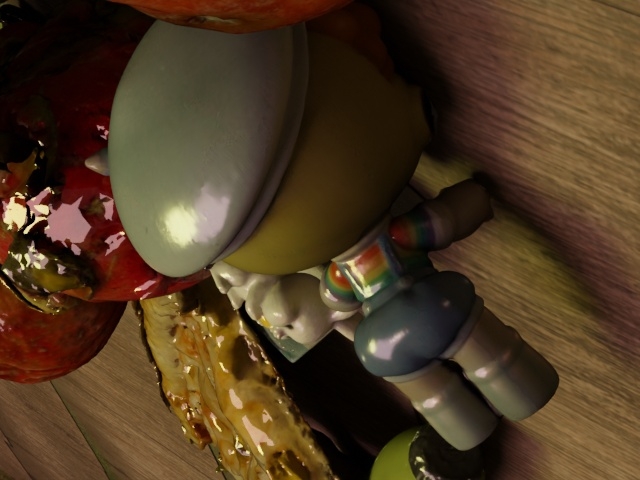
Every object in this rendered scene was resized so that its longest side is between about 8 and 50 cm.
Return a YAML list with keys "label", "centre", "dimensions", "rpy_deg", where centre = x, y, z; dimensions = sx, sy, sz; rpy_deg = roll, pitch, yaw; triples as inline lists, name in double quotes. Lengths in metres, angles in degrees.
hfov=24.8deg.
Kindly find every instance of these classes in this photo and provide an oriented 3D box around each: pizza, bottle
- label: "pizza"
  centre: [-0.102, 0.183, 1.568]
  dimensions: [0.435, 0.080, 0.392]
  rpy_deg: [62, 164, -9]
- label: "bottle"
  centre: [0.103, 0.240, 1.422]
  dimensions: [0.112, 0.112, 0.260]
  rpy_deg: [40, 157, 10]

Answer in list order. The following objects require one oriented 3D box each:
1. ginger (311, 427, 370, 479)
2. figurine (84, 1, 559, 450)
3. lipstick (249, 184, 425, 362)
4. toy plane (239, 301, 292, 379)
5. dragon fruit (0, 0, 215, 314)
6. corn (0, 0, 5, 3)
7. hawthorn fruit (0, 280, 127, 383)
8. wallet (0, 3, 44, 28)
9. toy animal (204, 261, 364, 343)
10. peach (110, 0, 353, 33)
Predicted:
- label: "ginger"
  centre: [0.083, 0.322, 1.630]
  dimensions: [0.333, 0.080, 0.166]
  rpy_deg: [38, 176, 25]
- label: "figurine"
  centre: [0.023, -0.015, 1.005]
  dimensions: [0.382, 0.205, 0.224]
  rpy_deg: [37, 122, -4]
- label: "lipstick"
  centre: [0.015, 0.031, 1.270]
  dimensions: [0.066, 0.068, 0.317]
  rpy_deg: [47, 157, 2]
- label: "toy plane"
  centre: [-0.080, 0.098, 1.585]
  dimensions: [0.060, 0.037, 0.145]
  rpy_deg: [-5, 124, 48]
- label: "dragon fruit"
  centre: [-0.204, -0.068, 1.232]
  dimensions: [0.291, 0.269, 0.250]
  rpy_deg: [18, 139, 36]
- label: "corn"
  centre: [-0.344, -0.343, 1.168]
  dimensions: [0.120, 0.120, 0.363]
  rpy_deg: [21, 148, 43]
- label: "hawthorn fruit"
  centre: [-0.343, 0.042, 1.658]
  dimensions: [0.258, 0.258, 0.262]
  rpy_deg: [30, 137, 31]
- label: "wallet"
  centre: [-0.272, -0.137, 1.512]
  dimensions: [0.137, 0.031, 0.255]
  rpy_deg: [40, 157, 9]
- label: "toy animal"
  centre: [-0.024, 0.045, 1.167]
  dimensions: [0.124, 0.085, 0.071]
  rpy_deg: [41, 156, 23]
- label: "peach"
  centre: [-0.054, -0.207, 0.741]
  dimensions: [0.232, 0.257, 0.232]
  rpy_deg: [36, 159, 16]
